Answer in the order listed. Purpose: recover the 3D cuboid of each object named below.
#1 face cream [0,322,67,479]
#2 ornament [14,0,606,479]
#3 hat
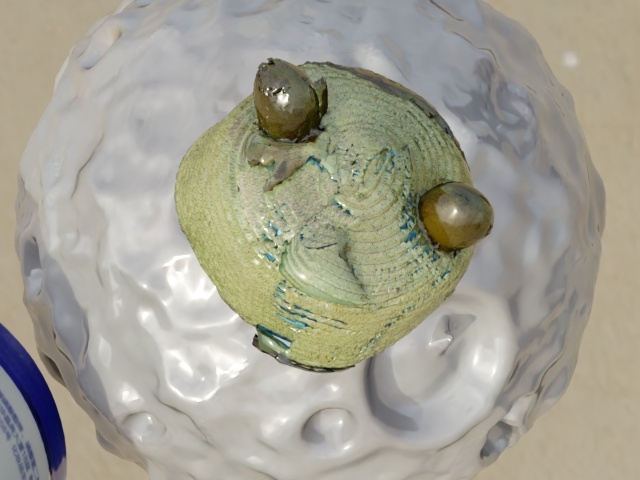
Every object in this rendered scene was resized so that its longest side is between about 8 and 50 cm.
[{"bbox_3d":[-0.244,0.125,0.974,0.206,0.206,0.111,5,20,11],"label":"face cream"},{"bbox_3d":[0.000,0.000,1.059,0.337,0.337,0.337,-4,58,6],"label":"ornament"},{"bbox_3d":[0.007,-0.012,0.495,0.076,0.059,0.077,-36,86,-27],"label":"hat"}]
